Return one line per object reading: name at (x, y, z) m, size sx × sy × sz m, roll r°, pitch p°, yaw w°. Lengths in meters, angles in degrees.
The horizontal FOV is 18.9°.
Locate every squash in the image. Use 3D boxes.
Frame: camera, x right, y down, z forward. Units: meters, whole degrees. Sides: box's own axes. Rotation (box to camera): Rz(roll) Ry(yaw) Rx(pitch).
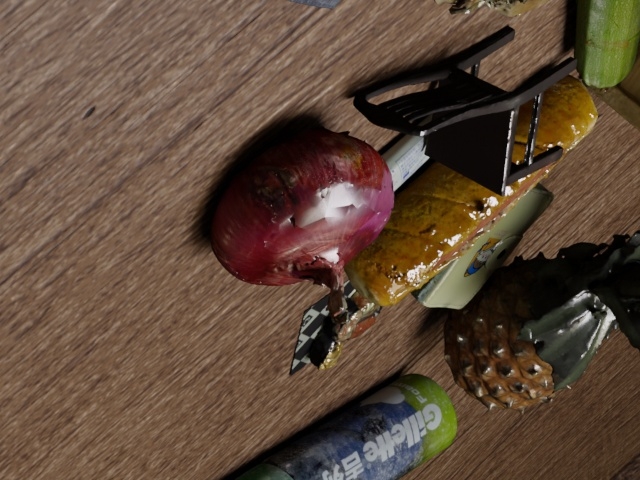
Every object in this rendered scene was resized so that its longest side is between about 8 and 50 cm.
squash at (0.251, -0.205, 1.651) m, size 0.066 × 0.066 × 0.229 m, roll -40°, pitch 158°, yaw -15°

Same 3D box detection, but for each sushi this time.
sushi at (0.032, 0.074, 1.811) m, size 0.126 × 0.026 × 0.120 m, roll -34°, pitch 156°, yaw -28°

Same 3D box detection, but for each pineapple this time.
pineapple at (0.254, 0.065, 1.891) m, size 0.165 × 0.165 × 0.364 m, roll -33°, pitch 179°, yaw -30°

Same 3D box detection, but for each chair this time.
chair at (0.110, -0.089, 1.551) m, size 0.212 × 0.084 × 0.101 m, roll -28°, pitch 136°, yaw -40°

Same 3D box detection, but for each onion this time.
onion at (0.000, 0.000, 1.450) m, size 0.150 × 0.140 × 0.150 m, roll -22°, pitch 148°, yaw -15°

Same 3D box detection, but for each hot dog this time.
hot dog at (0.135, -0.052, 1.707) m, size 0.286 × 0.088 × 0.061 m, roll -45°, pitch 161°, yaw -18°

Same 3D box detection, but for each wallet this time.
wallet at (0.158, -0.002, 1.891) m, size 0.155 × 0.039 × 0.110 m, roll -51°, pitch 155°, yaw 14°

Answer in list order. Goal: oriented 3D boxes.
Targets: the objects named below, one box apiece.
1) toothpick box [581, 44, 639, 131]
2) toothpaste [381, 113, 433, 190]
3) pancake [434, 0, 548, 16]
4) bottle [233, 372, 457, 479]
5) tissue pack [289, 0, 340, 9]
toothpick box at (0.429, -0.216, 1.818) m, size 0.308 × 0.190 × 0.187 m, roll -57°, pitch 155°, yaw 18°
toothpaste at (0.052, -0.052, 1.609) m, size 0.218 × 0.033 × 0.052 m, roll -41°, pitch 155°, yaw -19°
pancake at (0.206, -0.302, 1.373) m, size 0.382 × 0.071 × 0.382 m, roll -38°, pitch 161°, yaw -16°
bottle at (0.004, 0.242, 1.978) m, size 0.330 × 0.093 × 0.093 m, roll -28°, pitch 153°, yaw -40°
tissue pack at (0.020, -0.221, 1.201) m, size 0.156 × 0.051 × 0.112 m, roll -52°, pitch 161°, yaw 16°
